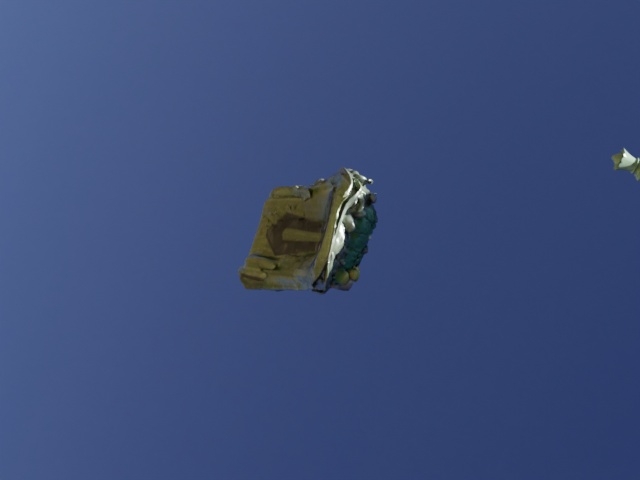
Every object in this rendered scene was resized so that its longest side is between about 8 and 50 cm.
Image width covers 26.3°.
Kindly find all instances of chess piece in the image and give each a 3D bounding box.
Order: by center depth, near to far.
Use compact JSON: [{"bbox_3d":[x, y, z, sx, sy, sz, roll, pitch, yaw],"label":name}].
[{"bbox_3d":[0.376,-0.078,1.567,0.042,0.093,0.042,-159,-90,-88],"label":"chess piece"}]

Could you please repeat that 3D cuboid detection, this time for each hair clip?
[{"bbox_3d":[0.002,0.001,1.475,0.138,0.091,0.321,-71,-163,-7],"label":"hair clip"}]
